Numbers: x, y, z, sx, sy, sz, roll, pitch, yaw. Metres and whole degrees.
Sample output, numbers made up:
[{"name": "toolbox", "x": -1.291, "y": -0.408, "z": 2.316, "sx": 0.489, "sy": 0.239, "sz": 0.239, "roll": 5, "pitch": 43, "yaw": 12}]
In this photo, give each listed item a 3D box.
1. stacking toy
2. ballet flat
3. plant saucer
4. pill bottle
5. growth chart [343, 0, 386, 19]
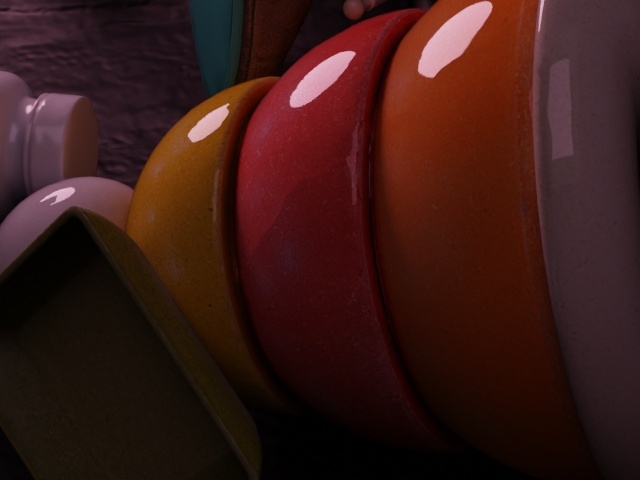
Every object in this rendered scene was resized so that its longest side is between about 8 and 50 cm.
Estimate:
[{"name": "stacking toy", "x": 0.000, "y": 0.000, "z": 1.143, "sx": 0.480, "sy": 0.350, "sz": 0.350, "roll": -6, "pitch": 53, "yaw": 22}, {"name": "ballet flat", "x": -0.044, "y": -0.263, "z": 1.355, "sx": 0.124, "sy": 0.116, "sz": 0.342, "roll": -9, "pitch": 84, "yaw": -25}, {"name": "plant saucer", "x": -0.121, "y": 0.088, "z": 1.112, "sx": 0.045, "sy": 0.188, "sz": 0.188, "roll": -30, "pitch": 85, "yaw": -43}, {"name": "pill bottle", "x": -0.250, "y": -0.066, "z": 1.299, "sx": 0.180, "sy": 0.108, "sz": 0.108, "roll": 4, "pitch": 56, "yaw": 10}, {"name": "growth chart", "x": 0.029, "y": -0.286, "z": 1.356, "sx": 0.021, "sy": 0.237, "sz": 0.172, "roll": -16, "pitch": 6, "yaw": 35}]
